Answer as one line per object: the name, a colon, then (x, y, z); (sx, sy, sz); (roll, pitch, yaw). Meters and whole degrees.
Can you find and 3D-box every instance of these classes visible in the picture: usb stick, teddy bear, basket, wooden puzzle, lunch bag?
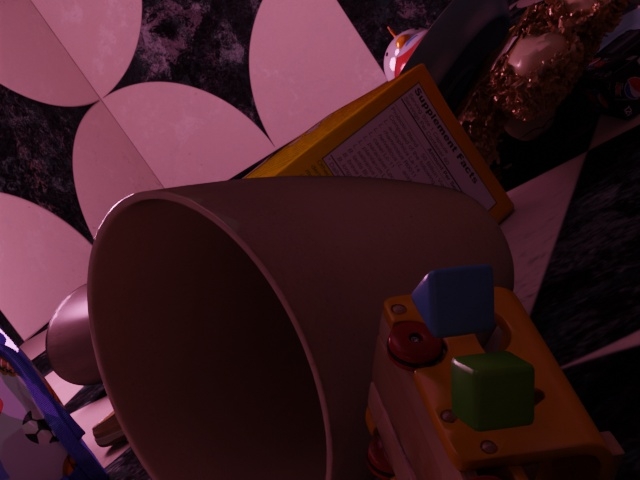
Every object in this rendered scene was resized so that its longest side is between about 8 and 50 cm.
usb stick: (0.330, -0.193, 1.356); (0.278, 0.045, 0.077); (-38, 4, -16)
teddy bear: (0.248, -0.186, 1.150); (0.245, 0.113, 0.338); (-57, 1, -27)
basket: (-0.289, 0.126, 1.565); (0.227, 0.154, 0.204); (-17, 22, 49)
wooden puzzle: (0.208, -0.074, 1.293); (0.083, 0.006, 0.049); (-32, 10, 16)
lunch bag: (-0.430, 0.268, 1.138); (0.328, 0.239, 0.385); (-37, 26, -15)

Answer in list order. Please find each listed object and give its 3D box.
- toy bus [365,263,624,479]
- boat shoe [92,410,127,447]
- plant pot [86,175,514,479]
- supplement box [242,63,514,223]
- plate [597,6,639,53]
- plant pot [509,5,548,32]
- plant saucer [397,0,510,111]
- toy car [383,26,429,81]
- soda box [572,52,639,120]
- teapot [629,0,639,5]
toy bus: (0.093, 0.114, 0.500); (0.104, 0.202, 0.191); (-6, -5, -15)
boat shoe: (-0.211, 0.182, 1.249); (0.190, 0.072, 0.068); (-33, 10, 9)
plant pot: (0.014, 0.055, 0.759); (0.274, 0.256, 0.256); (-20, -1, -40)
supplement box: (0.000, 0.000, 1.082); (0.356, 0.194, 0.195); (-40, 12, -31)
plate: (0.454, -0.310, 1.562); (0.188, 0.024, 0.188); (-34, 11, 7)
plant pot: (0.361, -0.316, 1.676); (0.134, 0.095, 0.134); (-33, 11, 7)
plant saucer: (0.160, -0.192, 1.327); (0.317, 0.044, 0.317); (-50, -15, -19)
toy car: (0.159, -0.274, 1.583); (0.219, 0.210, 0.238); (-43, 48, 5)
soda box: (0.349, -0.187, 1.222); (0.053, 0.060, 0.169); (-35, 11, 5)
teapot: (0.457, -0.376, 1.213); (0.256, 0.187, 0.252); (-40, -27, -38)
